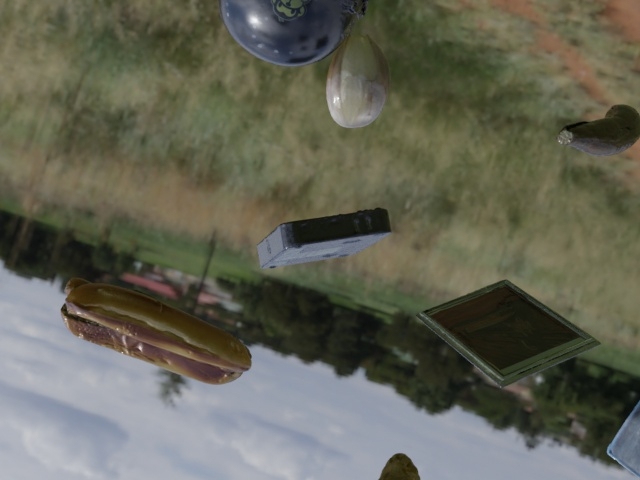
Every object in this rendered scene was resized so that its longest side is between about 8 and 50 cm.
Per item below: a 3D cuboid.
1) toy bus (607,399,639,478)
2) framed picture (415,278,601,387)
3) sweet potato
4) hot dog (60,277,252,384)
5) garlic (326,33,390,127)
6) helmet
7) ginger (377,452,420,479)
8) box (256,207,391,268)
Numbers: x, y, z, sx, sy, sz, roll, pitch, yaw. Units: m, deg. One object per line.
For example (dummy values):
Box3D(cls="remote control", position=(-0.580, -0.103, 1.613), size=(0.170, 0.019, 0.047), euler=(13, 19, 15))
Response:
Box3D(cls="toy bus", position=(0.391, 0.102, 0.992), size=(0.106, 0.297, 0.131), euler=(38, -171, 36))
Box3D(cls="framed picture", position=(0.329, 0.155, 1.969), size=(0.216, 0.016, 0.273), euler=(-20, -148, -22))
Box3D(cls="sweet potato", position=(0.587, -0.223, 2.291), size=(0.286, 0.085, 0.112), euler=(-21, -134, -40))
Box3D(cls="hot dog", position=(-0.202, 0.111, 1.375), size=(0.250, 0.068, 0.100), euler=(23, 146, -15))
Box3D(cls="garlic", position=(0.066, -0.295, 2.180), size=(0.115, 0.206, 0.128), euler=(-18, -140, -37))
Box3D(cls="helmet", position=(-0.057, -0.353, 1.679), size=(0.231, 0.160, 0.279), euler=(29, 179, -9))
Box3D(cls="ginger", position=(0.102, 0.418, 1.722), size=(0.081, 0.115, 0.205), euler=(26, -161, 10))
Box3D(cls="box", position=(0.000, 0.000, 2.155), size=(0.211, 0.058, 0.350), euler=(-7, 173, -11))
